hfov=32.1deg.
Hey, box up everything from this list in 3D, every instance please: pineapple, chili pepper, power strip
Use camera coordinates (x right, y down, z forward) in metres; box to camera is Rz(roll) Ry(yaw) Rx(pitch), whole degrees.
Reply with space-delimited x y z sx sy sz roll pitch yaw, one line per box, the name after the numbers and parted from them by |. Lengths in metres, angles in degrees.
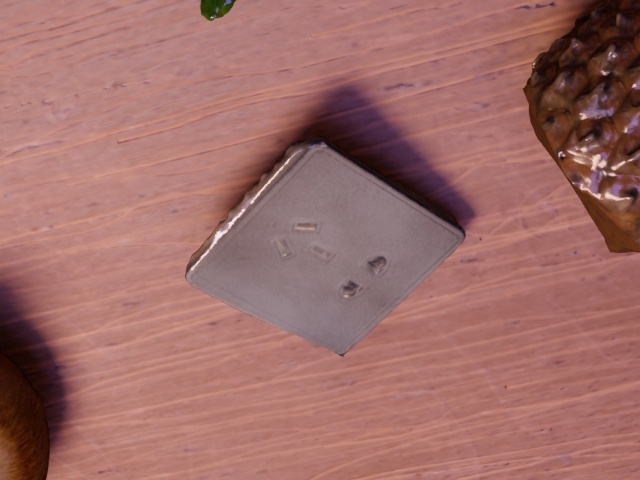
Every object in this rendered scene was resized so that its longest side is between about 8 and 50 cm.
0.331 -0.152 0.868 0.362 0.202 0.202 -39 114 13 | pineapple
-0.083 -0.229 0.930 0.030 0.034 0.091 26 129 26 | chili pepper
0.000 0.000 1.050 0.213 0.064 0.198 30 119 -31 | power strip

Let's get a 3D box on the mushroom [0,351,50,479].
-0.448 0.201 1.134 0.345 0.239 0.345 7 111 19 | mushroom
